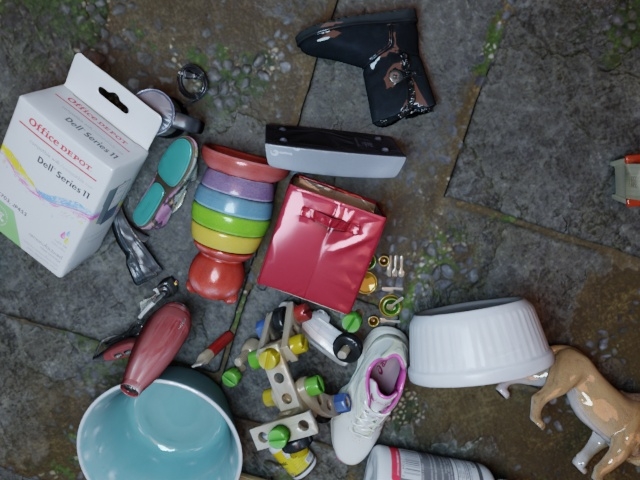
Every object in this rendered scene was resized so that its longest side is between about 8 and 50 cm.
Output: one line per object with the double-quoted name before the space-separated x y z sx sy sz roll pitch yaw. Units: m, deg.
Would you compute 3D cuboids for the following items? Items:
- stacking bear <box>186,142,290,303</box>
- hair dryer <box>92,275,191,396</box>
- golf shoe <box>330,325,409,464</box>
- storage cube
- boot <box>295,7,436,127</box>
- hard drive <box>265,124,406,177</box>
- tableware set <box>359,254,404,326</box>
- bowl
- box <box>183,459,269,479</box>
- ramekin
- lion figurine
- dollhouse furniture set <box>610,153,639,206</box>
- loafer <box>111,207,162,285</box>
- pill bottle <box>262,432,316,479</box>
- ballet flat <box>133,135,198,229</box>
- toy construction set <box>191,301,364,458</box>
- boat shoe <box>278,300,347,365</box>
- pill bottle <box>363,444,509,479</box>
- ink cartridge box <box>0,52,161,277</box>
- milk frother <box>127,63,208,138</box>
"stacking bear" -0.178 -0.023 1.180 0.175 0.164 0.289 15 101 -3
"hair dryer" -0.332 0.200 1.145 0.223 0.293 0.080 -46 111 1
"golf shoe" 0.096 0.327 1.234 0.115 0.140 0.306 17 99 -4
"storage cube" 0.000 0.000 1.156 0.183 0.215 0.193 19 103 -4
"boot" 0.090 -0.319 1.170 0.246 0.094 0.207 -11 94 -6
"hard drive" 0.021 -0.170 1.154 0.254 0.172 0.054 4 113 -7
"tableware set" 0.121 0.102 1.262 0.104 0.024 0.154 3 98 -1
"bowl" -0.297 0.374 1.207 0.311 0.163 0.312 1 107 2
"box" -0.208 0.560 1.286 0.201 0.021 0.165 10 97 16
"ramekin" 0.293 0.187 1.163 0.272 0.273 0.127 -10 86 0
"lion figurine" 0.556 0.329 1.244 0.392 0.142 0.240 44 87 -2
"dollhouse furniture set" 0.720 -0.124 1.186 0.259 0.135 0.262 -6 97 0
"loafer" -0.375 0.003 1.230 0.061 0.062 0.170 -23 99 -21
"pill bottle" -0.067 0.437 1.281 0.065 0.065 0.116 -38 96 4
"ballet flat" -0.287 -0.110 1.192 0.077 0.079 0.221 46 114 23
"toy construction set" -0.095 0.261 1.131 0.308 0.237 0.258 6 107 19
"boat shoe" -0.002 0.178 1.254 0.184 0.066 0.063 38 69 5
"pill bottle" 0.251 0.532 1.243 0.318 0.176 0.176 12 97 -2
"ink cartridge box" -0.456 -0.130 1.100 0.207 0.119 0.353 38 120 0
"milk frother" -0.282 -0.267 1.151 0.129 0.135 0.143 -1 97 -2
